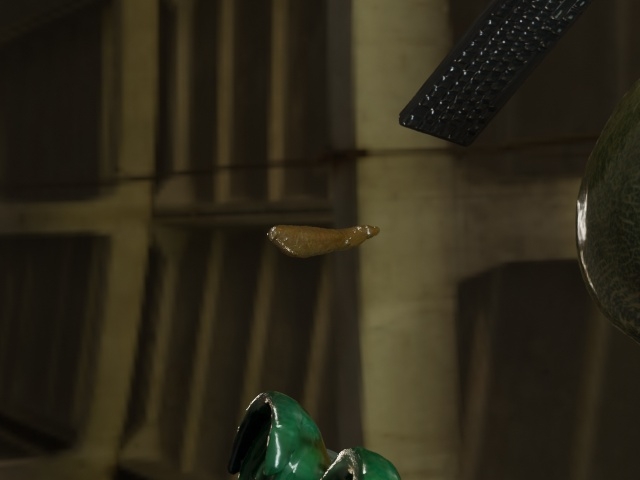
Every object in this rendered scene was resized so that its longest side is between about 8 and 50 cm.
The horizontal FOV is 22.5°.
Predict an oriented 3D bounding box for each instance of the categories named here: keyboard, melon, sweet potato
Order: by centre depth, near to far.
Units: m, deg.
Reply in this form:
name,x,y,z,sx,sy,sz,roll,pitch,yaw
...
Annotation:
name,x,y,z,sx,sy,sz,roll,pitch,yaw
sweet potato,0.000,0.000,1.200,0.026,0.115,0.026,2,-88,43
melon,0.366,-0.045,1.457,0.329,0.248,0.248,-64,-164,-21
keyboard,0.192,-0.209,1.529,0.310,0.101,0.018,-51,-140,32

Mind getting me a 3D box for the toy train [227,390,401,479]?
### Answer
name,x,y,z,sx,sy,sz,roll,pitch,yaw
toy train,0.020,0.235,0.815,0.249,0.178,0.429,-66,-164,-3
